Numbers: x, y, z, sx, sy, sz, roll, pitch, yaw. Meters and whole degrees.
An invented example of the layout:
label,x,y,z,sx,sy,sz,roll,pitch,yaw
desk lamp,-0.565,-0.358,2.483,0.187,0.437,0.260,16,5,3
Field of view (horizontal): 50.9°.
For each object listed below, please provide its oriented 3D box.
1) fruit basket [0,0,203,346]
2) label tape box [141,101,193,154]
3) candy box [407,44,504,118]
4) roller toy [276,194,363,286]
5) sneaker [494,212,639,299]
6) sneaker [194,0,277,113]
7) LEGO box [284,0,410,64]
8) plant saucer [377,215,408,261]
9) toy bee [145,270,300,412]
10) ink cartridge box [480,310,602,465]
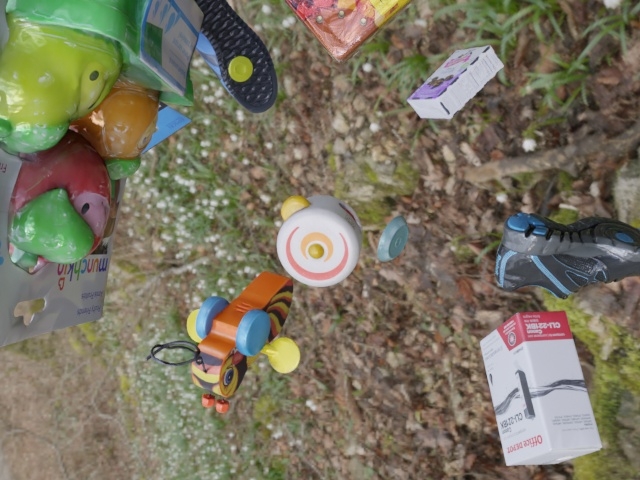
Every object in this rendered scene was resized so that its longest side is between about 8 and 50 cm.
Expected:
label,x,y,z,sx,sy,sz,roll,pitch,yaw
fruit basket,-0.208,-0.087,0.579,0.327,0.165,0.353,25,-110,-86
label tape box,-0.486,-0.256,1.466,0.333,0.240,0.106,34,138,12
candy box,0.339,-0.400,1.706,0.196,0.070,0.165,-45,21,-7
roller toy,0.000,0.000,1.552,0.146,0.191,0.210,-67,-16,-68
sneaker,0.485,0.035,1.253,0.125,0.340,0.140,-98,16,-61
sneaker,-0.125,-0.251,0.827,0.069,0.209,0.082,-40,31,-3
LEGO box,0.091,-0.513,0.783,0.500,0.372,0.193,-40,9,9
plant saucer,0.178,0.000,1.603,0.021,0.119,0.119,26,99,31
toy bee,-0.148,0.167,1.028,0.195,0.298,0.162,28,123,42
ink cartridge box,0.437,0.304,1.363,0.197,0.114,0.273,113,153,-61
